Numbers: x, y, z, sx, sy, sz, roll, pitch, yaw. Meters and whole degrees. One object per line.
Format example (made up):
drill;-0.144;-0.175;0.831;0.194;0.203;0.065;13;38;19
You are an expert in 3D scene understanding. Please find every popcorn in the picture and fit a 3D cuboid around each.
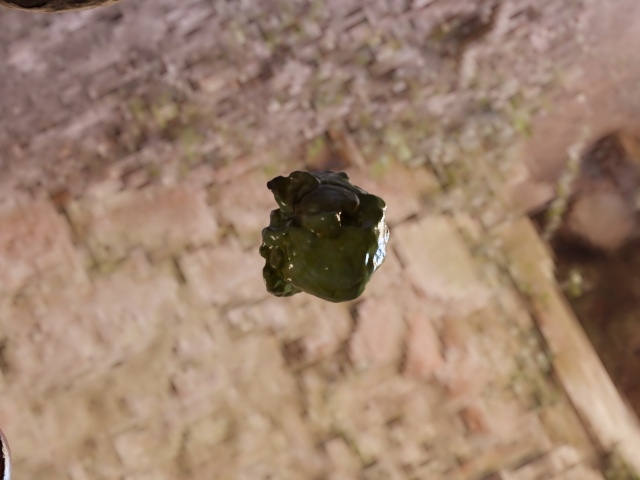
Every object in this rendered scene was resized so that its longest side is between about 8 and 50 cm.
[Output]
popcorn;-0.001;0.002;0.905;0.059;0.068;0.083;-6;154;-23

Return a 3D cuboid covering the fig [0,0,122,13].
fig;-0.144;-0.203;1.072;0.203;0.249;0.186;3;123;-32

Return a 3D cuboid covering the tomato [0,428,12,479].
tomato;-0.343;0.206;1.642;0.159;0.139;0.091;7;168;7
